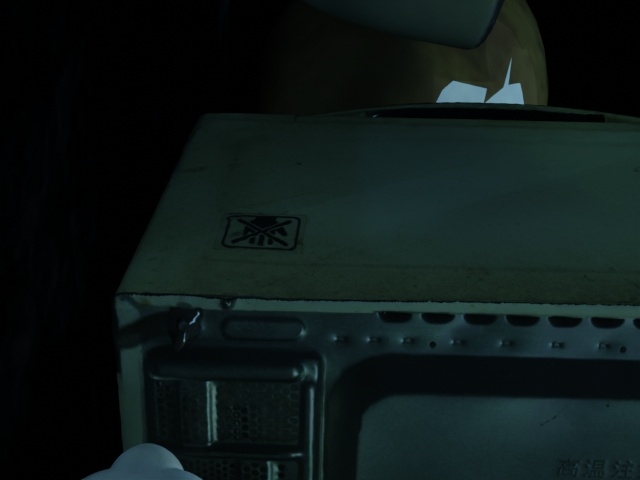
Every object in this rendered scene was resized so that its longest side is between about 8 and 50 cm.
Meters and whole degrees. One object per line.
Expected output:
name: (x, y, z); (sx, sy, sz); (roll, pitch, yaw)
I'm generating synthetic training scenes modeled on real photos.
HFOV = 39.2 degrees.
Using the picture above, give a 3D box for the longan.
longan: (0.082, -0.142, 1.015); (0.404, 0.336, 0.404); (20, 90, -80)

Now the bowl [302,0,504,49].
bowl: (0.009, -0.292, 0.515); (0.354, 0.185, 0.353); (2, 90, -90)

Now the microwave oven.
microwave oven: (0.101, 0.074, 0.577); (0.333, 0.394, 0.247); (-87, 178, -64)

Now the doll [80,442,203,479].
doll: (-0.070, 0.154, 0.364); (0.106, 0.062, 0.162); (-94, -175, -51)
